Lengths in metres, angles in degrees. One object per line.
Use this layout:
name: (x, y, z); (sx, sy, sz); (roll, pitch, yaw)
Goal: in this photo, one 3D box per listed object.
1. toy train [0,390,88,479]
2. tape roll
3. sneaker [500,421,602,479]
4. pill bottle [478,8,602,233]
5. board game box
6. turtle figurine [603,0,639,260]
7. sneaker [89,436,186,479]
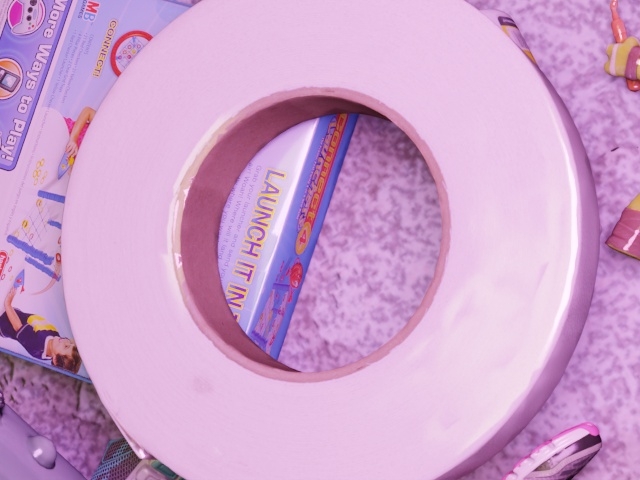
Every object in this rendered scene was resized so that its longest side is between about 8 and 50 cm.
toy train: (-0.221, 0.243, 1.194); (0.190, 0.142, 0.334); (-40, 104, 12)
tape roll: (0.000, 0.000, 1.148); (0.392, 0.072, 0.392); (-3, 83, 21)
sneaker: (0.154, 0.207, 1.173); (0.075, 0.063, 0.170); (44, 99, 17)
pill bottle: (0.133, -0.071, 1.201); (0.103, 0.103, 0.184); (-28, 74, 12)
board game box: (-0.152, -0.039, 1.297); (0.302, 0.086, 0.308); (18, 87, 19)
turtle figurine: (0.305, -0.073, 1.155); (0.269, 0.087, 0.217); (21, 88, 20)
sneaker: (-0.156, 0.196, 1.282); (0.166, 0.065, 0.076); (-41, 40, 19)
